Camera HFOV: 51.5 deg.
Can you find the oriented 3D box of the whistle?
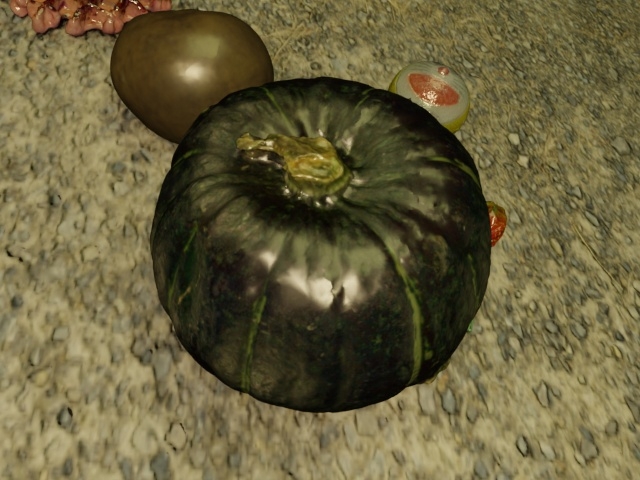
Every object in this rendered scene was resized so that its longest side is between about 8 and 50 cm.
[{"bbox_3d":[0.136,-0.169,0.918,0.123,0.123,0.223,30,61,2],"label":"whistle"}]

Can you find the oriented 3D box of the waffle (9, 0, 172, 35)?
[{"bbox_3d":[-0.324,-0.362,0.913,0.234,0.055,0.221,-22,65,-30],"label":"waffle"}]

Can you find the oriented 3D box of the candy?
[{"bbox_3d":[0.196,0.029,0.822,0.061,0.060,0.200,23,54,-5],"label":"candy"}]

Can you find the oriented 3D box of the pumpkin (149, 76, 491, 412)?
[{"bbox_3d":[0.000,0.000,0.624,0.324,0.241,0.323,2,56,-3],"label":"pumpkin"}]

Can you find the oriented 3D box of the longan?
[{"bbox_3d":[-0.149,-0.192,0.777,0.187,0.167,0.167,24,47,-3],"label":"longan"}]
